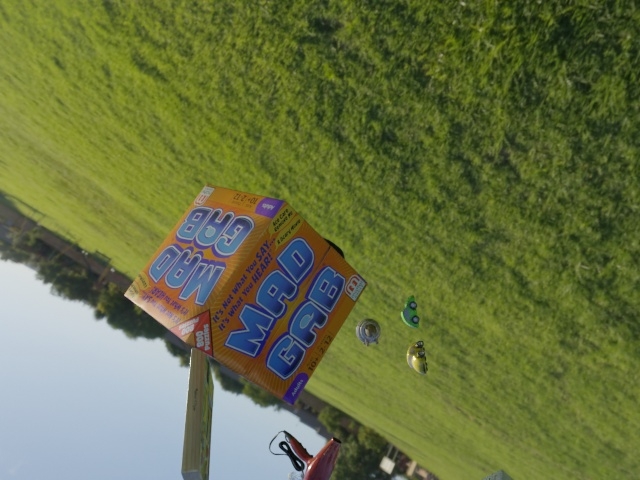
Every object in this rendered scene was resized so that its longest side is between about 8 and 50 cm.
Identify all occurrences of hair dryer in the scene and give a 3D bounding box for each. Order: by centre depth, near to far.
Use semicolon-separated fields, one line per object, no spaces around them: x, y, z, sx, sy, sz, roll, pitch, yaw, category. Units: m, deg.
-0.053;0.731;1.675;0.294;0.223;0.080;-27;155;22;hair dryer

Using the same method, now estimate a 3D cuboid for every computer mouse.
0.000;0.000;1.623;0.242;0.041;0.071;45;149;28;computer mouse

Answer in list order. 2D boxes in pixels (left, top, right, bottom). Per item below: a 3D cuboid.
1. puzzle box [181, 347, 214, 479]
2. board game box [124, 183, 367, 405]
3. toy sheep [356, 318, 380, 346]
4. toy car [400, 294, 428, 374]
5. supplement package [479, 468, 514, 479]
-0.390;0.591;1.616;0.052;0.408;0.272;-1;136;-7;puzzle box
-0.180;0.121;1.247;0.356;0.356;0.356;16;158;48;board game box
0.159;0.303;1.665;0.091;0.091;0.132;30;170;-5;toy sheep
0.275;0.277;1.489;0.053;0.224;0.239;-10;170;10;toy car
0.364;0.605;1.093;0.105;0.105;0.179;43;121;-2;supplement package
